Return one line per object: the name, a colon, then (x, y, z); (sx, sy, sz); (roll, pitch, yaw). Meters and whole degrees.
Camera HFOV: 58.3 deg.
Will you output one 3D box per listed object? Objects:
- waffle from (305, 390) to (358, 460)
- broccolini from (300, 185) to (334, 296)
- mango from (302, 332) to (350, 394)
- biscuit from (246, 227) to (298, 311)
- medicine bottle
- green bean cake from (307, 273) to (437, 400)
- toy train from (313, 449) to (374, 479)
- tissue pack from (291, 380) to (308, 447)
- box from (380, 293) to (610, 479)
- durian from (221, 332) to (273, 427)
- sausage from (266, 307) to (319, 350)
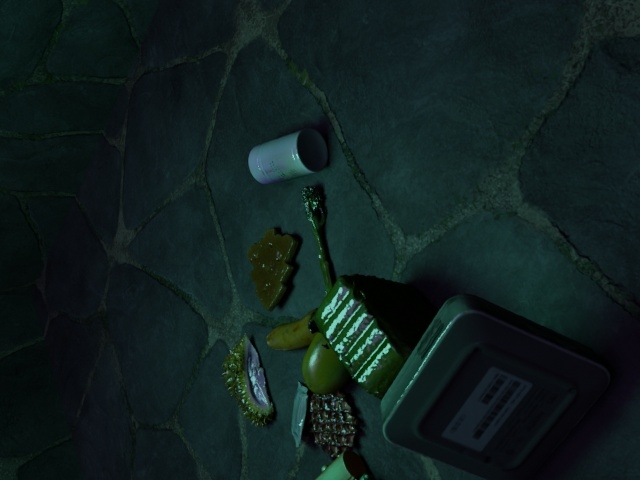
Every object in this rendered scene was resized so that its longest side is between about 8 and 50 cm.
waffle: (0.035, 0.574, 1.839); (0.234, 0.055, 0.221); (44, 119, 43)
broccolini: (-0.005, 0.002, 1.889); (0.079, 0.074, 0.392); (-31, 65, 47)
mango: (0.035, 0.357, 1.783); (0.156, 0.114, 0.251); (21, 96, 1)
biscuit: (-0.177, 0.104, 2.067); (0.278, 0.043, 0.302); (-8, 75, 46)
medicine bottle: (-0.114, -0.283, 1.960); (0.254, 0.152, 0.152); (-7, 83, 44)
green bean cake: (0.170, 0.259, 1.519); (0.319, 0.335, 0.218); (51, 121, 40)
toy train: (0.051, 0.773, 1.766); (0.285, 0.116, 0.177); (-54, 53, 29)
tissue pack: (-0.073, 0.579, 1.921); (0.122, 0.026, 0.193); (173, 105, -75)
box: (0.383, 0.352, 1.298); (0.111, 0.396, 0.396); (-84, 19, -66)
durian: (-0.291, 0.535, 2.123); (0.191, 0.112, 0.341); (-35, 66, 36)
sausage: (-0.075, 0.309, 1.928); (0.270, 0.109, 0.109); (-26, 70, 40)
